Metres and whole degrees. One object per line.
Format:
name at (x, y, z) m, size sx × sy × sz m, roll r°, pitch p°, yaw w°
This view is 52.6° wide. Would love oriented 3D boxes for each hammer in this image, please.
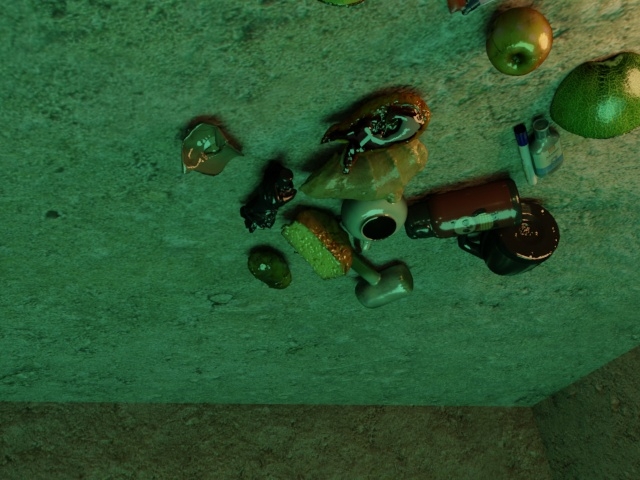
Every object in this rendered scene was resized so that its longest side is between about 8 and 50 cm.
hammer at (0.162, 0.112, 2.203) m, size 0.207 × 0.118 × 0.336 m, roll -28°, pitch 136°, yaw 25°

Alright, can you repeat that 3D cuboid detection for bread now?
bread at (0.000, 0.000, 1.941) m, size 0.143 × 0.139 × 0.229 m, roll -28°, pitch 110°, yaw 41°
bread at (0.136, -0.275, 1.584) m, size 0.269 × 0.095 × 0.139 m, roll -23°, pitch 113°, yaw 20°

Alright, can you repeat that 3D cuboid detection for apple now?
apple at (0.428, -0.430, 1.394) m, size 0.147 × 0.146 × 0.146 m, roll -6°, pitch 147°, yaw -4°

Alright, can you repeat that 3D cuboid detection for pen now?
pen at (0.577, -0.234, 1.814) m, size 0.033 × 0.033 × 0.269 m, roll -18°, pitch 147°, yaw 15°

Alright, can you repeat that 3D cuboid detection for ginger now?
ginger at (0.108, -0.179, 1.697) m, size 0.354 × 0.126 × 0.189 m, roll -9°, pitch 106°, yaw 13°

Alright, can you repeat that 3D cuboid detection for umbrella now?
umbrella at (-0.138, -0.119, 1.757) m, size 0.110 × 0.121 × 0.272 m, roll 26°, pitch 148°, yaw -9°

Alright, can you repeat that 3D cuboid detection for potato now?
potato at (-0.160, 0.101, 2.118) m, size 0.118 × 0.090 × 0.225 m, roll -3°, pitch 153°, yaw 20°

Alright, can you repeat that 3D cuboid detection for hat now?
hat at (-0.276, -0.227, 1.618) m, size 0.147 × 0.084 × 0.175 m, roll -32°, pitch 165°, yaw 15°

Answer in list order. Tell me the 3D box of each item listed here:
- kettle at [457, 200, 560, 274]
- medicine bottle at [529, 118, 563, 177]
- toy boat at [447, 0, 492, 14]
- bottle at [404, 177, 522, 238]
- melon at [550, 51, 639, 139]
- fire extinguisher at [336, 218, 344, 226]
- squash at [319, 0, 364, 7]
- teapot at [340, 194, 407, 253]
kettle at (0.594, 0.026, 2.073) m, size 0.251 × 0.207 × 0.271 m, roll -10°, pitch 156°, yaw -10°
medicine bottle at (0.611, -0.252, 1.759) m, size 0.090 × 0.053 × 0.208 m, roll -38°, pitch 143°, yaw 1°
toy boat at (0.406, -0.550, 1.273) m, size 0.319 × 0.071 × 0.219 m, roll -4°, pitch 151°, yaw 11°
bottle at (0.414, -0.082, 1.918) m, size 0.337 × 0.143 × 0.144 m, roll -12°, pitch 147°, yaw 10°
melon at (0.708, -0.350, 1.576) m, size 0.265 × 0.129 × 0.169 m, roll -14°, pitch 144°, yaw 12°
fire extinguisher at (0.108, -0.049, 1.990) m, size 0.132 × 0.039 × 0.056 m, roll 18°, pitch 148°, yaw -34°
squash at (0.048, -0.547, 1.126) m, size 0.133 × 0.132 × 0.247 m, roll -1°, pitch 145°, yaw -10°
teapot at (0.156, -0.074, 1.865) m, size 0.193 × 0.129 × 0.294 m, roll 6°, pitch 136°, yaw -18°
